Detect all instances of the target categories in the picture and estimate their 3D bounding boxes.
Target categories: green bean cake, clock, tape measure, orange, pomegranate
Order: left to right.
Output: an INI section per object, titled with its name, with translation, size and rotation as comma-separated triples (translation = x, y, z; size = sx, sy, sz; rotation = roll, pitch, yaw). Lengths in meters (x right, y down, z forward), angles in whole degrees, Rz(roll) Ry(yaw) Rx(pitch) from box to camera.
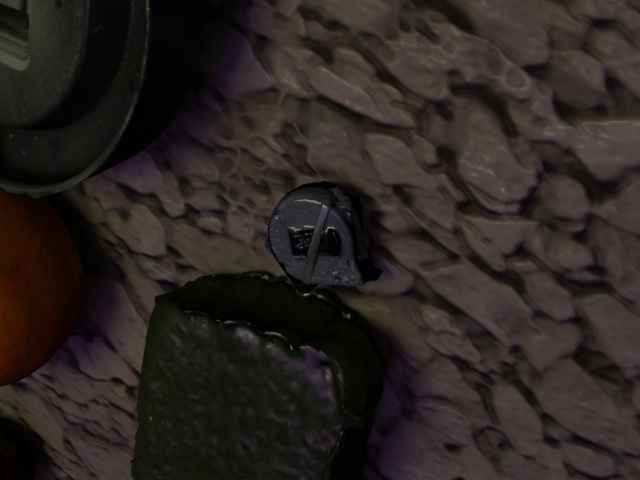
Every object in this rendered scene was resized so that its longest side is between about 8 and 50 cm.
[pomegranate]
translation = -0.408, 0.258, 1.040
size = 0.148, 0.148, 0.169
rotation = -52, 47, 32
[orange]
translation = -0.339, 0.035, 0.882
size = 0.224, 0.170, 0.224
rotation = 6, 116, 12
[clock]
translation = -0.255, -0.229, 0.747
size = 0.386, 0.076, 0.386
rotation = 14, 116, 31
[green bean cake]
translation = -0.054, 0.152, 0.825
size = 0.222, 0.125, 0.227
rotation = 18, 116, 20
[tape measure]
translation = -0.001, -0.002, 0.774
size = 0.091, 0.054, 0.094
rotation = -15, 107, 23
